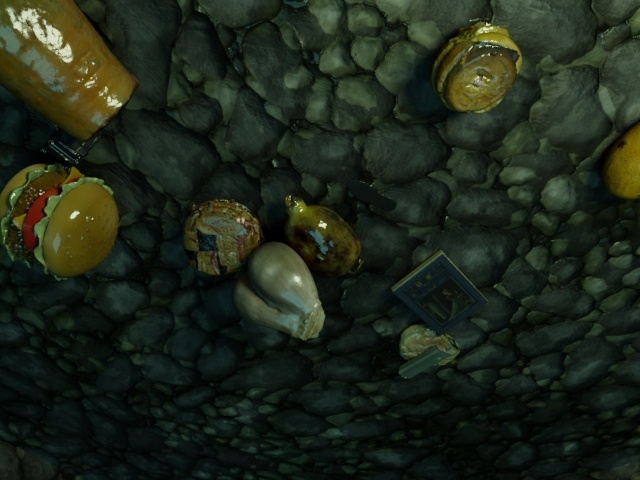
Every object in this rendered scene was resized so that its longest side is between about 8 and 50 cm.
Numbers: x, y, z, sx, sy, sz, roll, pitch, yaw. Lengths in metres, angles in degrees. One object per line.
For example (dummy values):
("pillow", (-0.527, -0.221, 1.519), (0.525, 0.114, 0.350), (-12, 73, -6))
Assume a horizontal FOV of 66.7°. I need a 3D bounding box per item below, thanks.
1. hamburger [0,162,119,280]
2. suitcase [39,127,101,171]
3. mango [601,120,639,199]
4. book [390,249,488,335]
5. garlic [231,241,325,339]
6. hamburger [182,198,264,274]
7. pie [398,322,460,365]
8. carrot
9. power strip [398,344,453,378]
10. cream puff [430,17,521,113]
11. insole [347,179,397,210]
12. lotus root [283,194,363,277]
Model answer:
("hamburger", (-0.621, -0.040, 1.196), (0.212, 0.274, 0.274), (21, 129, 11))
("suitcase", (-0.582, -0.235, 1.144), (0.059, 0.126, 0.086), (-23, 127, 34))
("mango", (0.791, -0.220, 1.134), (0.177, 0.120, 0.294), (16, 127, -14))
("book", (0.368, 0.168, 1.492), (0.191, 0.025, 0.269), (-40, 119, 14))
("garlic", (-0.113, 0.109, 1.341), (0.246, 0.340, 0.231), (10, 101, -9))
("hamburger", (-0.267, -0.009, 1.338), (0.231, 0.106, 0.230), (2, 122, 4))
("pie", (0.356, 0.363, 1.657), (0.185, 0.052, 0.218), (-34, 123, 23))
("carrot", (-0.546, -0.374, 0.971), (0.224, 0.224, 0.340), (-27, 127, 21))
("power strip", (0.358, 0.406, 1.645), (0.060, 0.027, 0.252), (26, 134, -19))
("cream puff", (0.319, -0.365, 1.019), (0.189, 0.129, 0.189), (-5, 139, -5))
("insole", (0.138, -0.119, 1.302), (0.153, 0.002, 0.053), (23, 126, -16))
("lotus root", (0.000, 0.000, 1.312), (0.169, 0.141, 0.314), (-29, 121, 27))
